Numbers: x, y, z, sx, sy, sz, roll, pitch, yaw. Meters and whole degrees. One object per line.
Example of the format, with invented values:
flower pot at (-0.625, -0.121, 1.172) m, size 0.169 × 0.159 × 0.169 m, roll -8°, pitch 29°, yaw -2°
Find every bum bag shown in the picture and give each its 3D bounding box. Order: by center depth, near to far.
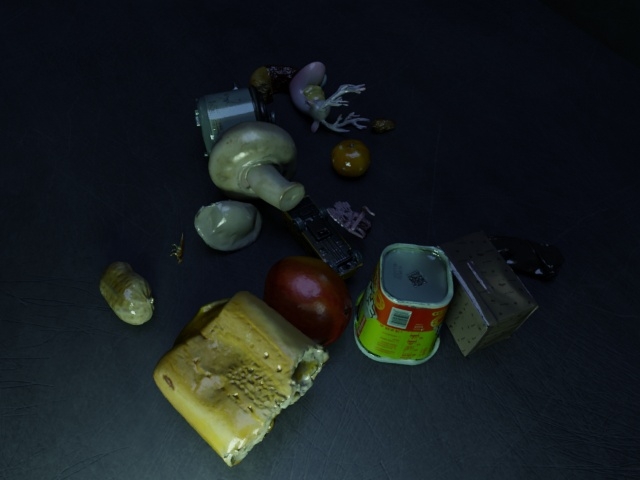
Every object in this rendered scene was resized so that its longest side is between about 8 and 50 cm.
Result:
bum bag at (0.689, 0.050, 1.736) m, size 0.326 × 0.080 × 0.142 m, roll 10°, pitch 50°, yaw 3°

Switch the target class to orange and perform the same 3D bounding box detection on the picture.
orange at (0.117, -0.318, 1.927) m, size 0.156 × 0.124 × 0.156 m, roll 5°, pitch 54°, yaw -6°

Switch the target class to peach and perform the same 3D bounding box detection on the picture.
peach at (-0.035, 0.174, 1.479) m, size 0.280 × 0.238 × 0.281 m, roll 3°, pitch 52°, yaw -4°

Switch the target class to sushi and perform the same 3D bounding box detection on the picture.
sushi at (0.259, -0.482, 2.100) m, size 0.118 × 0.062 × 0.060 m, roll -23°, pitch 32°, yaw -13°

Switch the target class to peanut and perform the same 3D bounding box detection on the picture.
peanut at (-0.584, 0.152, 1.516) m, size 0.129 × 0.129 × 0.224 m, roll -37°, pitch 67°, yaw -27°

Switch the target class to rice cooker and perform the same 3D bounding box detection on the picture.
rice cooker at (-0.314, -0.442, 1.897) m, size 0.316 × 0.264 × 0.317 m, roll 1°, pitch 79°, yaw -6°

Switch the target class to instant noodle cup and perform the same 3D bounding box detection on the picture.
instant noodle cup at (0.247, 0.178, 1.460) m, size 0.293 × 0.308 × 0.294 m, roll 3°, pitch 54°, yaw -4°

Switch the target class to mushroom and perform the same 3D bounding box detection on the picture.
mushroom at (-0.198, -0.268, 1.729) m, size 0.356 × 0.315 × 0.315 m, roll 3°, pitch 51°, yaw 23°

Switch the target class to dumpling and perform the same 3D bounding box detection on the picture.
dumpling at (-0.307, -0.046, 1.689) m, size 0.247 × 0.142 × 0.173 m, roll -2°, pitch 87°, yaw -35°

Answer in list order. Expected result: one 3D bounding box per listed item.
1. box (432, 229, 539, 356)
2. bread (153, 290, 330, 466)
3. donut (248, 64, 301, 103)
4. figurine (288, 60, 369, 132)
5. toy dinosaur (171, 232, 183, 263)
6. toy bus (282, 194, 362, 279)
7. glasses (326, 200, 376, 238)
box at (0.470, 0.161, 1.543) m, size 0.190 × 0.225 × 0.297 m, roll -16°, pitch 58°, yaw -16°
bread at (-0.219, 0.339, 1.338) m, size 0.394 × 0.250 × 0.361 m, roll 34°, pitch 69°, yaw 24°
donut at (-0.209, -0.700, 2.187) m, size 0.295 × 0.112 × 0.151 m, roll -27°, pitch 64°, yaw -23°
figurine at (0.034, -0.591, 2.081) m, size 0.284 × 0.206 × 0.316 m, roll -17°, pitch 62°, yaw -4°
toy dinosaur at (-0.477, 0.025, 1.680) m, size 0.041 × 0.026 × 0.113 m, roll 1°, pitch 62°, yaw -13°
toy bus at (0.000, 0.000, 1.683) m, size 0.121 × 0.123 × 0.335 m, roll -25°, pitch 60°, yaw -23°
glasses at (0.109, -0.095, 1.726) m, size 0.162 × 0.095 × 0.255 m, roll 27°, pitch 19°, yaw 4°
